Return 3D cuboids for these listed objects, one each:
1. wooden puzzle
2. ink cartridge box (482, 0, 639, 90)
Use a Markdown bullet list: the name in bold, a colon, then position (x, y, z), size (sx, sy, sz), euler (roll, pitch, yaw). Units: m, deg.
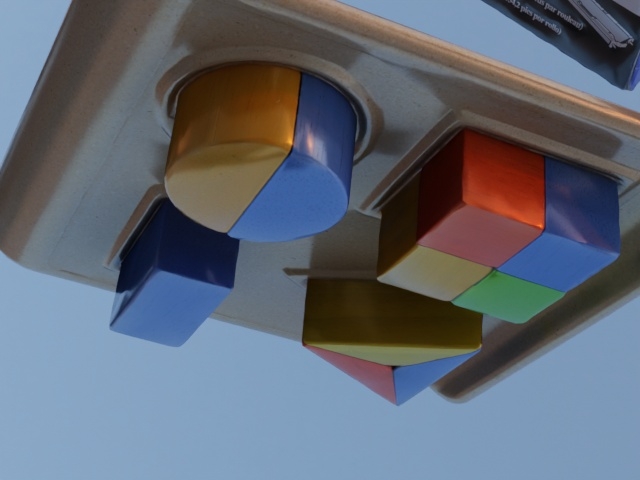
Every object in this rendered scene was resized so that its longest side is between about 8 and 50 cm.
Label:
- **wooden puzzle**: position (0.000, 0.000, 0.689), size (0.322, 0.348, 0.080), euler (-45, -152, 54)
- **ink cartridge box**: position (0.015, -0.132, 0.312), size (0.207, 0.097, 0.046), euler (37, -115, 18)
